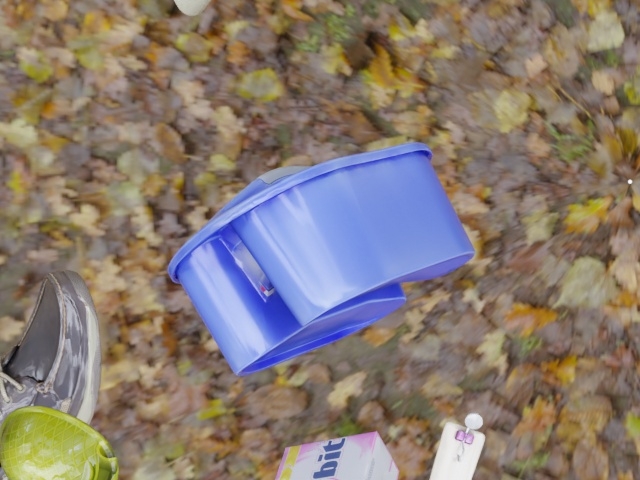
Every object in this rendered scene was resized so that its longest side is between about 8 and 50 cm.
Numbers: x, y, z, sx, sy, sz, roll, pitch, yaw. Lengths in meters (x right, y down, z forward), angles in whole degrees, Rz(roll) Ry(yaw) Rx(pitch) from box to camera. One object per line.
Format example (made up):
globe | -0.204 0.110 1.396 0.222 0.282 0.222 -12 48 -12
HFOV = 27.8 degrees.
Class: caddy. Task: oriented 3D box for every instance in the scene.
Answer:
caddy | 0.000 0.000 1.357 0.241 0.341 0.179 -38 76 37

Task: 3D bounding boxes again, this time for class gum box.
gum box | 0.002 0.280 1.262 0.107 0.188 0.062 -14 121 25

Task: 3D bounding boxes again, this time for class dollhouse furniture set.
dollhouse furniture set | 0.115 0.160 0.805 0.114 0.091 0.081 20 76 -3

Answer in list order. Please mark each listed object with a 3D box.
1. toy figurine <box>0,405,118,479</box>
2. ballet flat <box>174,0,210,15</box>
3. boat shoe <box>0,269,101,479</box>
toy figurine | -0.395 0.198 1.186 0.362 0.217 0.191 27 96 9
ballet flat | -0.144 -0.389 1.568 0.086 0.086 0.248 4 116 13
boat shoe | -0.364 0.208 1.615 0.132 0.130 0.355 35 116 53
